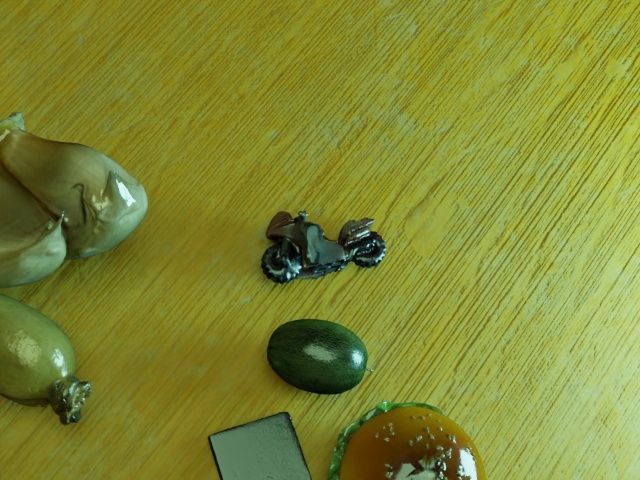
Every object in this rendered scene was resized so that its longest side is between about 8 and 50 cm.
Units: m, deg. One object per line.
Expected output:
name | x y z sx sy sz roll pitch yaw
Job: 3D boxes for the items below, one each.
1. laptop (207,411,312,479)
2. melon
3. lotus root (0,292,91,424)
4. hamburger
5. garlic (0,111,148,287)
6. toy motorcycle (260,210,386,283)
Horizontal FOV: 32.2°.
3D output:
laptop | -0.080 0.367 1.676 0.135 0.016 0.197 -14 73 -14
melon | 0.001 0.179 1.705 0.167 0.114 0.114 16 67 0
lotus root | -0.462 0.153 1.634 0.303 0.146 0.131 29 74 11
hamburger | 0.128 0.352 1.627 0.246 0.170 0.246 3 70 -9
garlic | -0.424 -0.053 1.665 0.313 0.250 0.286 31 27 25
toy motorcycle | 0.000 0.000 1.795 0.212 0.084 0.118 -9 69 -19
